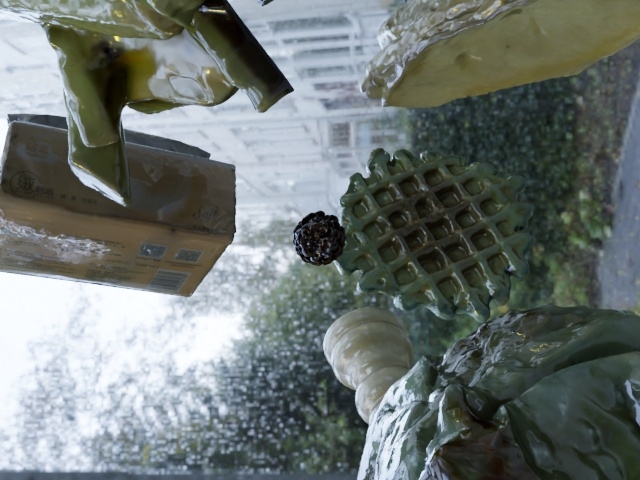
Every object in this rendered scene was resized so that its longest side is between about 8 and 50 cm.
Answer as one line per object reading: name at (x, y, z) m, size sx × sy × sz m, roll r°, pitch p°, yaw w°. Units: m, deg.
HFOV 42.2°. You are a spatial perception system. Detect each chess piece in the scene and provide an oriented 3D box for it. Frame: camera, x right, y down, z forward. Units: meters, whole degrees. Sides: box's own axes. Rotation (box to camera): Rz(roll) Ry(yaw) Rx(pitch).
chess piece at (0.120, 0.266, 1.499) m, size 0.299 × 0.167 × 0.167 m, roll -116°, pitch 14°, yaw -56°

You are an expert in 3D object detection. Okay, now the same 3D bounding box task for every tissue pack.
tissue pack at (-0.292, -0.068, 1.147) m, size 0.238 × 0.306 × 0.238 m, roll -170°, pitch 90°, yaw -67°

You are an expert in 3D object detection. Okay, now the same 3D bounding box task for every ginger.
ginger at (-0.210, -0.201, 0.673) m, size 0.358 × 0.211 × 0.413 m, roll 51°, pitch 180°, yaw 42°

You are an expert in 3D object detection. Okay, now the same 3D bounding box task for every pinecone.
pinecone at (0.000, 0.000, 1.128) m, size 0.083 × 0.077 × 0.077 m, roll -126°, pitch 30°, yaw -75°

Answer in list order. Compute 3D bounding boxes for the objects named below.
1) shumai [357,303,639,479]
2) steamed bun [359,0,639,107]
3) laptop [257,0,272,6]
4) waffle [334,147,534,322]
shumai at (0.092, 0.170, 0.504) m, size 0.263 × 0.304 × 0.309 m, roll 20°, pitch -91°, yaw -53°
steamed bun at (0.252, -0.277, 0.904) m, size 0.428 × 0.247 × 0.189 m, roll -22°, pitch 57°, yaw 55°
laptop at (-0.002, -0.347, 0.955) m, size 0.016 × 0.135 × 0.197 m, roll 53°, pitch 160°, yaw -2°
waffle at (0.176, -0.015, 1.295) m, size 0.056 × 0.310 × 0.291 m, roll 95°, pitch -171°, yaw -63°
